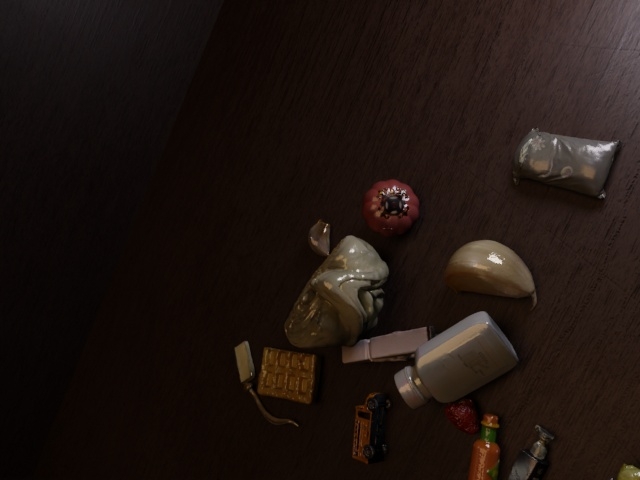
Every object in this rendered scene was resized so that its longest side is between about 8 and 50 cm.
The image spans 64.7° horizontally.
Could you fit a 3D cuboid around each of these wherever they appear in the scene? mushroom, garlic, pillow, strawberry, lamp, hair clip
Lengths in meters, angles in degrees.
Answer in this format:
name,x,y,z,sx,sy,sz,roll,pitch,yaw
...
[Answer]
name,x,y,z,sx,sy,sz,roll,pitch,yaw
mushroom,-0.182,0.600,1.795,0.306,0.043,0.068,26,132,43
garlic,0.446,0.085,1.334,0.245,0.145,0.164,13,118,42
pillow,0.619,-0.208,1.298,0.255,0.059,0.169,23,90,45
strawberry,0.372,0.455,1.309,0.083,0.083,0.096,-50,57,20
lamp,0.216,-0.099,1.571,0.182,0.140,0.182,1,78,-2
garlic,-0.006,-0.002,1.797,0.084,0.066,0.152,-12,67,38
hair clip,0.212,0.313,1.486,0.330,0.101,0.085,-17,70,40

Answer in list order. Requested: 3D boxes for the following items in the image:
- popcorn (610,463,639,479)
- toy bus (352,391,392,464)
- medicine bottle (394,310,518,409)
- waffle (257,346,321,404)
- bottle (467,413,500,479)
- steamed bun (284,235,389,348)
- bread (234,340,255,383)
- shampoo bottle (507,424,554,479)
name,x,y,z,sx,sy,sz,roll,pitch,yaw
popcorn,0.659,0.548,0.972,0.173,0.168,0.195,-43,14,38
toy bus,0.146,0.542,1.478,0.088,0.083,0.194,-4,75,43
medicine bottle,0.340,0.319,1.300,0.296,0.111,0.161,-38,99,16
waffle,-0.108,0.465,1.753,0.274,0.057,0.168,-5,74,42
bottle,0.410,0.527,1.253,0.069,0.069,0.187,3,80,43
steamed bun,0.074,0.178,1.534,0.247,0.352,0.339,37,131,3
bread,-0.290,0.466,1.940,0.068,0.028,0.154,-39,53,27
shampoo bottle,0.486,0.540,1.189,0.063,0.057,0.208,30,96,51
